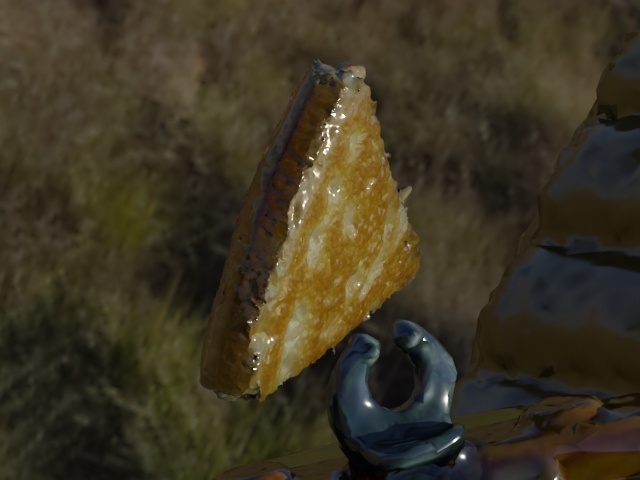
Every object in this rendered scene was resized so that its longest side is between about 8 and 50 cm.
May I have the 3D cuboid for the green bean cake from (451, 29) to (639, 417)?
[{"bbox_3d":[0.158,0.043,0.504,0.224,0.229,0.131,40,-19,-32],"label":"green bean cake"}]

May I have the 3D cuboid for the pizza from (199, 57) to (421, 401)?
[{"bbox_3d":[0.000,0.000,1.083,0.062,0.188,0.199,23,2,25],"label":"pizza"}]

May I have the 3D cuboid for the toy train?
[{"bbox_3d":[0.032,0.115,0.356,0.089,0.219,0.127,-13,10,-1],"label":"toy train"}]
